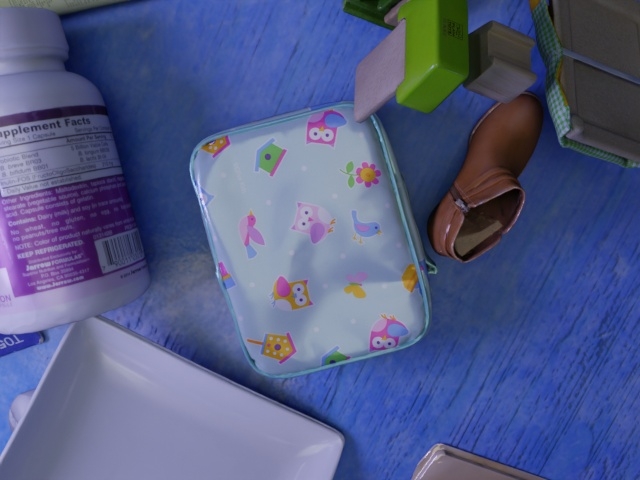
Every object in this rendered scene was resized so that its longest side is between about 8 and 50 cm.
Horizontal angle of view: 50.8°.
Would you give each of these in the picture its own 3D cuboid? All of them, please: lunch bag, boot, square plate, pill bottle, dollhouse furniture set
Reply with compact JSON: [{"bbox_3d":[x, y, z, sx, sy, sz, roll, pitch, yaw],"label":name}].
[{"bbox_3d":[0.000,0.000,0.721,0.224,0.108,0.279,-16,99,2],"label":"lunch bag"},{"bbox_3d":[0.180,-0.063,0.680,0.073,0.152,0.197,29,99,-3],"label":"boot"},{"bbox_3d":[-0.180,0.301,0.710,0.344,0.049,0.347,30,67,-15],"label":"square plate"},{"bbox_3d":[-0.291,-0.070,0.689,0.170,0.169,0.301,-12,98,4],"label":"pill bottle"},{"bbox_3d":[0.186,-0.167,0.665,0.302,0.151,0.197,12,70,-26],"label":"dollhouse furniture set"}]

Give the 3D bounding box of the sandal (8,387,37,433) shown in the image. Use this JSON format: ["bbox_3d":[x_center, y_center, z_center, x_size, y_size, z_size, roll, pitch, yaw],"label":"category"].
[{"bbox_3d":[-0.240,0.358,0.785,0.102,0.169,0.415,-23,99,-35],"label":"sandal"}]

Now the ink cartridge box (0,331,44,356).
[{"bbox_3d":[-0.521,0.066,0.692,0.324,0.071,0.330,-21,124,2],"label":"ink cartridge box"}]

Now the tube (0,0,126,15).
[{"bbox_3d":[-0.223,-0.286,0.713,0.240,0.070,0.062,-15,65,2],"label":"tube"}]

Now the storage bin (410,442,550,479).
[{"bbox_3d":[0.217,0.354,0.692,0.261,0.262,0.123,20,101,-1],"label":"storage bin"}]
